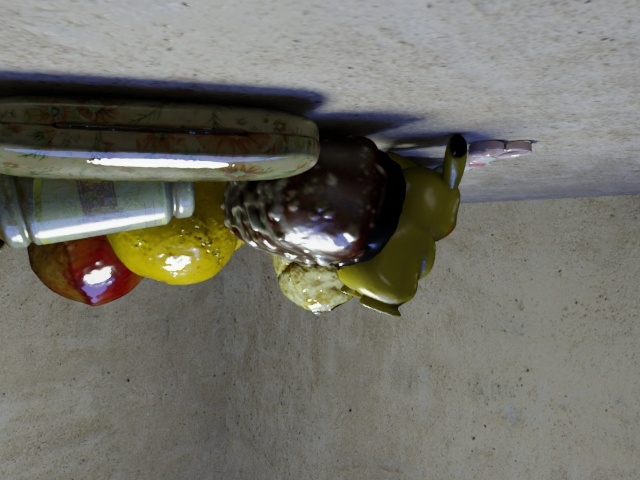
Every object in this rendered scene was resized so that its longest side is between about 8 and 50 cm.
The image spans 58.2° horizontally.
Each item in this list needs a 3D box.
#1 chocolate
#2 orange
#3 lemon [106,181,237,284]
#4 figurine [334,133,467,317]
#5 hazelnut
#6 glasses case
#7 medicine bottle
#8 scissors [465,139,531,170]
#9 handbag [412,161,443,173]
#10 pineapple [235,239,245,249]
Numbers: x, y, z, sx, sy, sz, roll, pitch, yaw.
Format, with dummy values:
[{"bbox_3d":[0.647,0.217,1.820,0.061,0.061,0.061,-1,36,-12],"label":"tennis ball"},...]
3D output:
[{"bbox_3d":[-0.041,-0.073,0.968,0.210,0.225,0.340,9,175,-31],"label":"chocolate"},{"bbox_3d":[0.000,0.000,1.484,0.271,0.210,0.368,-13,-149,-3],"label":"orange"},{"bbox_3d":[-0.286,-0.037,1.132,0.258,0.257,0.310,-1,150,-1],"label":"lemon"},{"bbox_3d":[0.144,-0.030,1.064,0.169,0.326,0.218,39,173,-26],"label":"figurine"},{"bbox_3d":[-0.666,-0.009,1.729,0.421,0.352,0.421,-26,-160,11],"label":"hazelnut"},{"bbox_3d":[-0.210,-0.123,0.721,0.426,0.098,0.156,-1,-179,-17],"label":"glasses case"},{"bbox_3d":[-0.356,-0.077,0.832,0.323,0.151,0.151,-11,-176,-20],"label":"medicine bottle"},{"bbox_3d":[0.318,-0.167,1.163,0.118,0.030,0.242,0,178,-13],"label":"scissors"},{"bbox_3d":[0.142,-0.122,1.329,0.326,0.118,0.269,3,180,-39],"label":"handbag"},{"bbox_3d":[-0.188,-0.115,1.381,0.164,0.249,0.140,31,-145,22],"label":"pineapple"}]
